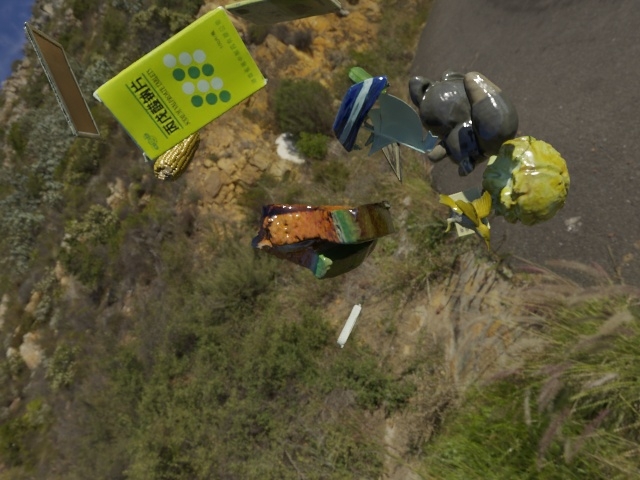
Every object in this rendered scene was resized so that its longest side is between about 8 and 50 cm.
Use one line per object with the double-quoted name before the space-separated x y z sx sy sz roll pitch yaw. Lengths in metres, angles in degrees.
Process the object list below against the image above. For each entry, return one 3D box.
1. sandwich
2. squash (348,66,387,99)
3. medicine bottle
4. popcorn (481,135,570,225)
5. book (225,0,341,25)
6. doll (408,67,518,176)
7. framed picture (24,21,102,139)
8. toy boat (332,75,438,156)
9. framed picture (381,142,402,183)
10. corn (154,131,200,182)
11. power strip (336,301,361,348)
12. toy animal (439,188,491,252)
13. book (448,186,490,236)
"sandwich" 0.000 0.000 0.866 0.250 0.300 0.162 -13 -80 -75
"squash" 0.178 -0.619 1.629 0.077 0.219 0.068 -27 -35 -15
"medicine bottle" -0.233 -0.267 0.712 0.250 0.137 0.141 -34 33 -1
"popcorn" 0.513 -0.146 1.034 0.183 0.204 0.221 -26 44 55
"book" -0.129 -0.822 1.463 0.239 0.351 0.035 -32 -59 -64
"doll" 0.487 -0.432 1.364 0.252 0.383 0.378 -28 -1 -23
"framed picture" -0.660 -0.395 1.080 0.017 0.275 0.217 -20 13 -7
"toy boat" 0.163 -0.296 1.124 0.210 0.291 0.071 -35 33 28
"framed picture" 0.234 -0.313 1.382 0.010 0.195 0.200 -13 54 26
"corn" -0.493 -0.295 1.438 0.097 0.096 0.262 -51 18 51
"power strip" 0.107 0.300 1.492 0.191 0.030 0.048 -60 -13 -29
"toy animal" 0.336 -0.043 0.950 0.095 0.156 0.219 -6 16 37
"book" 0.372 -0.071 1.040 0.077 0.014 0.111 -16 76 27
